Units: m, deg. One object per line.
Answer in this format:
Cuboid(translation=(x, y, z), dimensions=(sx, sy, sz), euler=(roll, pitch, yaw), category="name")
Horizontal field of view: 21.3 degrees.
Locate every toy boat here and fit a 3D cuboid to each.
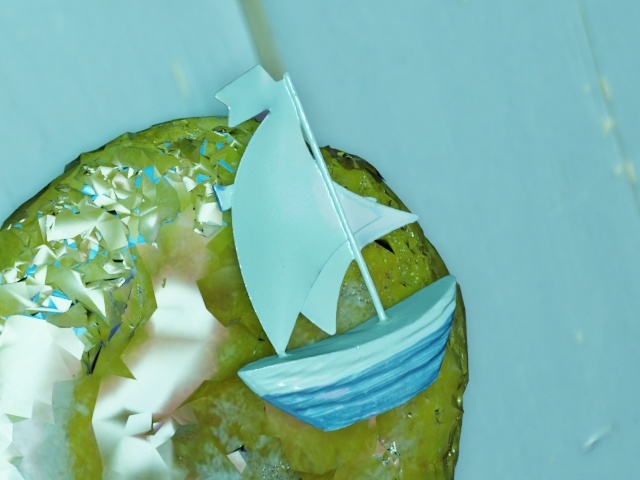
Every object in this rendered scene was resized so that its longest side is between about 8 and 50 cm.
Cuboid(translation=(-0.004, 0.011, 0.681), dimensions=(0.105, 0.034, 0.149), euler=(-48, 111, -27), category="toy boat")

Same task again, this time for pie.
Cuboid(translation=(-0.046, 0.073, 0.714), dimensions=(0.273, 0.069, 0.273), euler=(2, 86, -30), category="pie")
